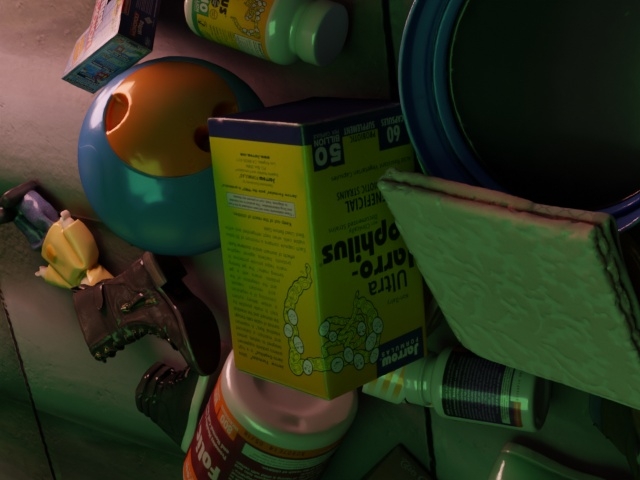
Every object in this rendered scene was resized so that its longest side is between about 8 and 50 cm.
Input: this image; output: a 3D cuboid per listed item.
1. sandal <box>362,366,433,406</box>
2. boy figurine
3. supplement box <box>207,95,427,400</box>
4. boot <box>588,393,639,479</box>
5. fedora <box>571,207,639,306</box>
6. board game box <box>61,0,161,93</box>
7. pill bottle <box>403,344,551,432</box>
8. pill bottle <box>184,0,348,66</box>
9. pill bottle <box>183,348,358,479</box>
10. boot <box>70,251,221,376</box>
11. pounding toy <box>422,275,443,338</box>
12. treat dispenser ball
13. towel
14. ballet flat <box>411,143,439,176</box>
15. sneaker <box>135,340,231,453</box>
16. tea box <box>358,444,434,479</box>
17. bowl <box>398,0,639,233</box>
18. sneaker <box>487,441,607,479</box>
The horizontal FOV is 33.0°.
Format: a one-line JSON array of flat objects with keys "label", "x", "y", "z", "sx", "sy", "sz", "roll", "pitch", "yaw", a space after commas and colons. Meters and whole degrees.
[{"label": "sandal", "x": 0.078, "y": 0.195, "z": 1.678, "sx": 0.265, "sy": 0.076, "sz": 0.102, "roll": 27, "pitch": 129, "yaw": 22}, {"label": "boy figurine", "x": -0.477, "y": 0.029, "z": 1.993, "sx": 0.285, "sy": 0.092, "sz": 0.177, "roll": 48, "pitch": 130, "yaw": 7}, {"label": "supplement box", "x": 0.000, "y": 0.000, "z": 1.439, "sx": 0.195, "sy": 0.194, "sz": 0.357, "roll": 11, "pitch": 112, "yaw": 46}, {"label": "boot", "x": 0.427, "y": 0.258, "z": 1.473, "sx": 0.106, "sy": 0.082, "sz": 0.219, "roll": 36, "pitch": 145, "yaw": 49}, {"label": "fedora", "x": 0.352, "y": 0.042, "z": 1.380, "sx": 0.194, "sy": 0.079, "sz": 0.194, "roll": 19, "pitch": 120, "yaw": 36}, {"label": "board game box", "x": -0.309, "y": -0.314, "z": 1.601, "sx": 0.060, "sy": 0.194, "sz": 0.194, "roll": 25, "pitch": 141, "yaw": -30}, {"label": "pill bottle", "x": 0.222, "y": 0.206, "z": 1.540, "sx": 0.193, "sy": 0.108, "sz": 0.108, "roll": 5, "pitch": 118, "yaw": 26}, {"label": "pill bottle", "x": -0.072, "y": -0.307, "z": 1.472, "sx": 0.208, "sy": 0.117, "sz": 0.118, "roll": 24, "pitch": 127, "yaw": 25}, {"label": "pill bottle", "x": -0.102, "y": 0.351, "z": 1.801, "sx": 0.224, "sy": 0.224, "sz": 0.392, "roll": 37, "pitch": 132, "yaw": 14}, {"label": "boot", "x": -0.305, "y": 0.151, "z": 1.857, "sx": 0.229, "sy": 0.091, "sz": 0.263, "roll": -33, "pitch": 76, "yaw": 26}, {"label": "pounding toy", "x": 0.097, "y": 0.028, "z": 1.555, "sx": 0.206, "sy": 0.094, "sz": 0.181, "roll": 35, "pitch": 131, "yaw": 15}, {"label": "treat dispenser ball", "x": -0.204, "y": -0.121, "z": 1.561, "sx": 0.288, "sy": 0.288, "sz": 0.288, "roll": 18, "pitch": 125, "yaw": 28}, {"label": "towel", "x": 0.248, "y": 0.058, "z": 1.325, "sx": 0.317, "sy": 0.053, "sz": 0.332, "roll": 16, "pitch": 146, "yaw": 42}, {"label": "ballet flat", "x": 0.193, "y": -0.058, "z": 1.457, "sx": 0.077, "sy": 0.091, "sz": 0.241, "roll": -21, "pitch": 108, "yaw": 12}, {"label": "sneaker", "x": -0.256, "y": 0.257, "z": 1.945, "sx": 0.147, "sy": 0.104, "sz": 0.296, "roll": 33, "pitch": 135, "yaw": 11}, {"label": "tea box", "x": 0.117, "y": 0.576, "z": 1.771, "sx": 0.329, "sy": 0.220, "sz": 0.323, "roll": 43, "pitch": 132, "yaw": 9}, {"label": "bowl", "x": 0.273, "y": -0.187, "z": 1.267, "sx": 0.391, "sy": 0.077, "sz": 0.391, "roll": 14, "pitch": 113, "yaw": 36}, {"label": "sneaker", "x": 0.344, "y": 0.403, "z": 1.535, "sx": 0.256, "sy": 0.151, "sz": 0.094, "roll": 18, "pitch": 154, "yaw": 34}]
